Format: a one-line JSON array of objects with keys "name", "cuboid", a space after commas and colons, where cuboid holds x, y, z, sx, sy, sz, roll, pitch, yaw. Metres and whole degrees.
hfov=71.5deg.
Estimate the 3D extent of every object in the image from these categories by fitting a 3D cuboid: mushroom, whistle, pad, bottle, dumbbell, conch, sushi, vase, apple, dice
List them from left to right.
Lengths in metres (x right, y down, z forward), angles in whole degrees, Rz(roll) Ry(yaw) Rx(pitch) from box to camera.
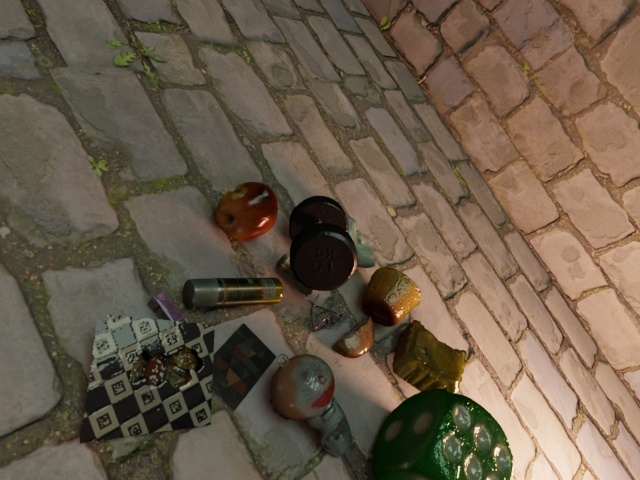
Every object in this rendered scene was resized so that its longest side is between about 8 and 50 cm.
[{"name": "sushi", "cuboid": [-0.396, 0.315, 1.045, 0.290, 0.050, 0.264, 12, 68, -38]}, {"name": "bottle", "cuboid": [-0.245, 0.147, 1.273, 0.286, 0.082, 0.082, 4, 59, -40]}, {"name": "pad", "cuboid": [-0.222, 0.339, 1.214, 0.143, 0.003, 0.211, 47, 42, -4]}, {"name": "apple", "cuboid": [-0.233, -0.091, 1.395, 0.199, 0.199, 0.199, 23, 48, -28]}, {"name": "vase", "cuboid": [-0.074, 0.108, 1.461, 0.148, 0.081, 0.081, 41, 42, -7]}, {"name": "whistle", "cuboid": [-0.007, 0.447, 1.215, 0.348, 0.189, 0.189, 56, 40, -10]}, {"name": "dumbbell", "cuboid": [0.000, 0.000, 1.422, 0.203, 0.204, 0.322, 35, 18, -17]}, {"name": "conch", "cuboid": [0.127, 0.015, 1.669, 0.221, 0.121, 0.185, 58, 37, -2]}, {"name": "mushroom", "cuboid": [0.133, 0.327, 1.486, 0.209, 0.072, 0.094, -24, 87, -48]}, {"name": "dice", "cuboid": [0.347, 0.633, 1.283, 0.297, 0.300, 0.287, 48, 43, -3]}]

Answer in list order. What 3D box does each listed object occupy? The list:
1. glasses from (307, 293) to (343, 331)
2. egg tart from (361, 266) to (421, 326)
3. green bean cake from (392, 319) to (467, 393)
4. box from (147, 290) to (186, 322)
[{"name": "glasses", "cuboid": [-0.001, 0.234, 1.469, 0.140, 0.063, 0.104, -16, 50, -46]}, {"name": "egg tart", "cuboid": [0.240, 0.213, 1.592, 0.202, 0.202, 0.147, 46, 56, -5]}, {"name": "green bean cake", "cuboid": [0.389, 0.415, 1.570, 0.236, 0.124, 0.233, 32, 39, 2]}, {"name": "box", "cuboid": [-0.389, 0.190, 1.140, 0.117, 0.050, 0.036, 52, 43, 4]}]
